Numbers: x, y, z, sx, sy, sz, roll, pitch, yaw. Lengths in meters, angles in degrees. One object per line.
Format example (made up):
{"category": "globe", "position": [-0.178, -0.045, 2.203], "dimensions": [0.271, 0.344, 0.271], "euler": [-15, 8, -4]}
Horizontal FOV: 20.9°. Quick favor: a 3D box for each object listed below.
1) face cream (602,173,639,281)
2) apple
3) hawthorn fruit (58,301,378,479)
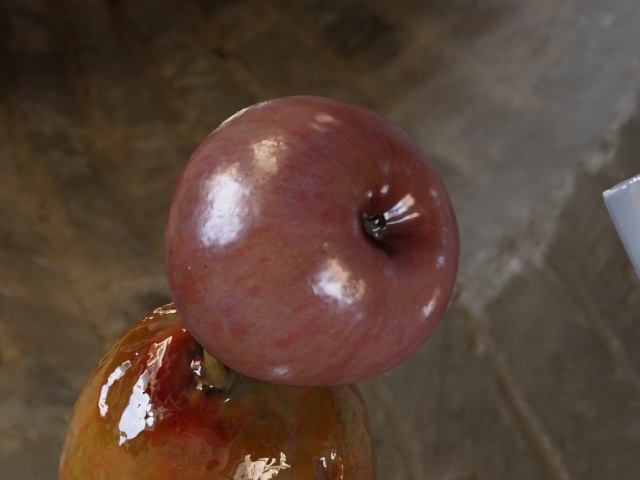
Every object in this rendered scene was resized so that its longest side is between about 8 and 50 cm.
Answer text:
{"category": "face cream", "position": [0.234, 0.079, 0.863], "dimensions": [0.073, 0.107, 0.269], "euler": [-28, 86, 58]}
{"category": "apple", "position": [0.000, 0.000, 0.884], "dimensions": [0.153, 0.153, 0.120], "euler": [25, 155, -28]}
{"category": "hawthorn fruit", "position": [-0.082, 0.162, 1.463], "dimensions": [0.277, 0.277, 0.298], "euler": [33, 148, 21]}
